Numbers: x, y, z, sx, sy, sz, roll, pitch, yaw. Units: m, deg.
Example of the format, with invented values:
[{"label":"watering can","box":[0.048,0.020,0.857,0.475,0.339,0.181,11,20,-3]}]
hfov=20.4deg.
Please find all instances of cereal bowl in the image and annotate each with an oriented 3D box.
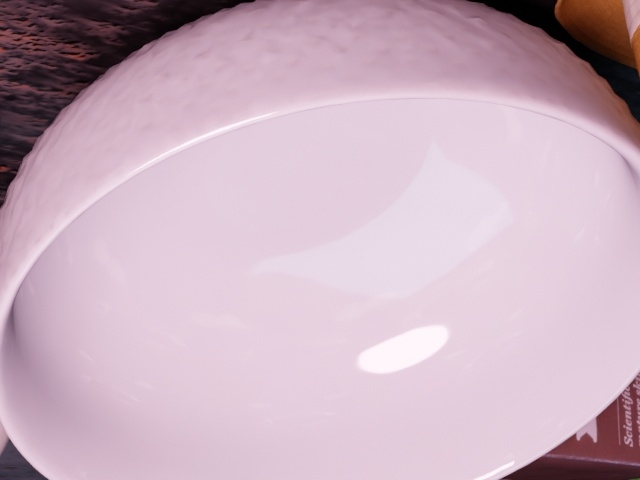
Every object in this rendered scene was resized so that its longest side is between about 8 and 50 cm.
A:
[{"label":"cereal bowl","box":[0.000,0.000,0.887,0.339,0.141,0.339,-8,139,-7]}]

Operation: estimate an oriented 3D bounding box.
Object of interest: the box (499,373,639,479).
[{"label":"box","box":[0.051,0.080,1.188,0.143,0.191,0.381,10,162,-34]}]

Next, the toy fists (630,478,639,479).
[{"label":"toy fists","box":[0.142,0.209,1.370,0.279,0.142,0.096,26,142,-4]}]

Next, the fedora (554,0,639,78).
[{"label":"fedora","box":[0.201,-0.084,0.818,0.194,0.079,0.194,-1,163,0]}]

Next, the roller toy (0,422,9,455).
[{"label":"roller toy","box":[-0.298,0.080,1.160,0.209,0.191,0.146,-14,158,38]}]
